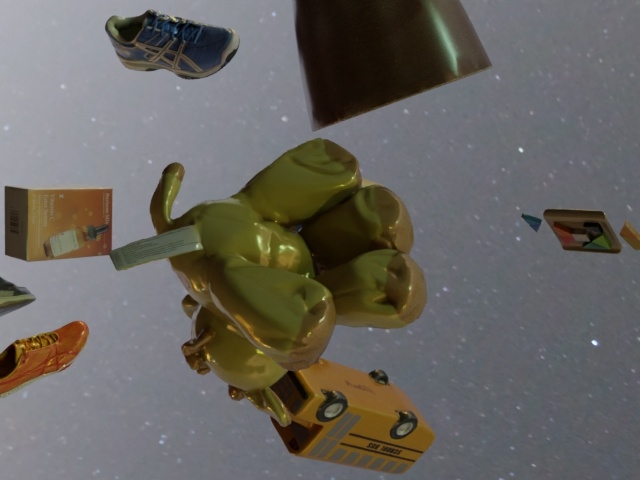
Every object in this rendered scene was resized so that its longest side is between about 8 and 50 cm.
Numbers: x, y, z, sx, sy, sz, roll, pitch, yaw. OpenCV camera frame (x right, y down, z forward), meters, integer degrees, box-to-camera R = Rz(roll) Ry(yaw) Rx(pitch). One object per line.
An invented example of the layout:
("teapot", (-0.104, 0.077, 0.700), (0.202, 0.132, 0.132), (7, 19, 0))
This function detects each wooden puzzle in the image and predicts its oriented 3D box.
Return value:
("wooden puzzle", (0.276, -0.008, 0.900), (0.116, 0.078, 0.014), (0, -123, 43))

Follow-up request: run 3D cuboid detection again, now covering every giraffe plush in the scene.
("giraffe plush", (-0.040, 0.048, 0.638), (0.210, 0.170, 0.181), (-4, -130, -8))

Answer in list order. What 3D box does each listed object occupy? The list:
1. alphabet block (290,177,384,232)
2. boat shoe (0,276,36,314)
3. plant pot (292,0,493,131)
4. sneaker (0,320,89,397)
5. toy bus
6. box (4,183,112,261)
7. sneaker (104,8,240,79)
("alphabet block", (0.000, 0.000, 1.501), (0.193, 0.197, 0.192), (-24, -113, 36))
("boat shoe", (-0.556, 0.091, 1.458), (0.080, 0.223, 0.073), (-26, -91, 6))
("plant pot", (0.053, -0.266, 0.962), (0.215, 0.215, 0.230), (-16, -82, 31))
("sneaker", (-0.420, 0.169, 1.268), (0.175, 0.067, 0.064), (-33, -125, -29))
("toy bus", (0.040, 0.266, 1.307), (0.130, 0.332, 0.108), (-50, -133, 14))
("box", (-0.475, -0.035, 1.562), (0.091, 0.170, 0.130), (9, -79, 44))
("sneaker", (-0.218, -0.286, 1.238), (0.211, 0.081, 0.080), (3, -113, 21))
